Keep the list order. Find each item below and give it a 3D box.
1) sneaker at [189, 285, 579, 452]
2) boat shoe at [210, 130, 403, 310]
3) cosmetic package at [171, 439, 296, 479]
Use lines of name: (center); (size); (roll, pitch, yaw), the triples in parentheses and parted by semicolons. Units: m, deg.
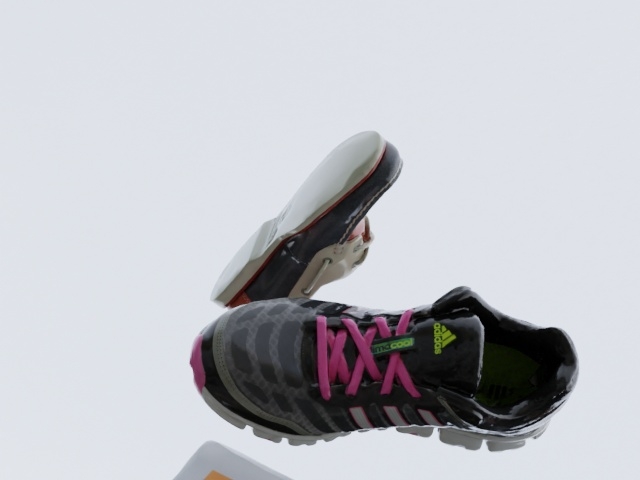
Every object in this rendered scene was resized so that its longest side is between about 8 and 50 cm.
sneaker: (0.033, 0.048, 0.729); (0.075, 0.170, 0.063); (134, -39, -57)
boat shoe: (0.000, 0.000, 0.811); (0.043, 0.049, 0.137); (35, -48, -11)
cosmetic package: (0.062, 0.300, 0.846); (0.453, 0.230, 0.161); (22, -42, 28)
